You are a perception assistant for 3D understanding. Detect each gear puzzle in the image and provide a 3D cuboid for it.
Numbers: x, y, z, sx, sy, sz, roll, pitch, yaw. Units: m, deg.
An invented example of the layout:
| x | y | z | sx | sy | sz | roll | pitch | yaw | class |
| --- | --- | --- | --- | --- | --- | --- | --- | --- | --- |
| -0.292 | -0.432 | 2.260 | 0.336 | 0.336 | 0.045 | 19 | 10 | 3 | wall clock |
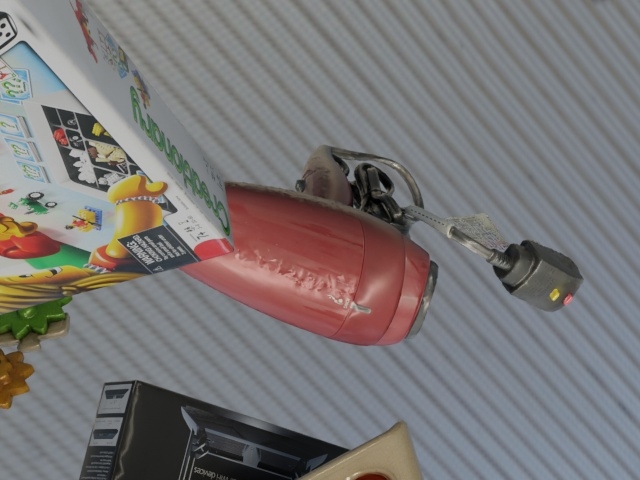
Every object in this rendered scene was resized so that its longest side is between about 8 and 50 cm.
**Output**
| x | y | z | sx | sy | sz | roll | pitch | yaw | class |
| --- | --- | --- | --- | --- | --- | --- | --- | --- | --- |
| -0.339 | 0.048 | 1.700 | 0.175 | 0.339 | 0.044 | -10 | 133 | 5 | gear puzzle |

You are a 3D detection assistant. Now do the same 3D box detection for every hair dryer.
| x | y | z | sx | sy | sz | roll | pitch | yaw | class |
| --- | --- | --- | --- | --- | --- | --- | --- | --- | --- |
| 0.000 | 0.000 | 1.053 | 0.293 | 0.223 | 0.080 | 6 | 107 | -42 | hair dryer |

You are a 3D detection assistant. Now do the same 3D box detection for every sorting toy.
| x | y | z | sx | sy | sz | roll | pitch | yaw | class |
| --- | --- | --- | --- | --- | --- | --- | --- | --- | --- |
| 0.036 | 0.357 | 1.716 | 0.229 | 0.041 | 0.307 | -29 | 123 | -18 | sorting toy |

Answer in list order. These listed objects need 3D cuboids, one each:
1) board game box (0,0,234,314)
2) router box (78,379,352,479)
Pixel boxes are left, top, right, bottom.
| x | y | z | sx | sy | sz | roll | pitch | yaw | class |
| --- | --- | --- | --- | --- | --- | --- | --- | --- | --- |
| -0.178 | -0.045 | 0.761 | 0.193 | 0.053 | 0.305 | -15 | 155 | 10 | board game box |
| -0.112 | 0.306 | 1.766 | 0.309 | 0.081 | 0.243 | 22 | 72 | -29 | router box |
